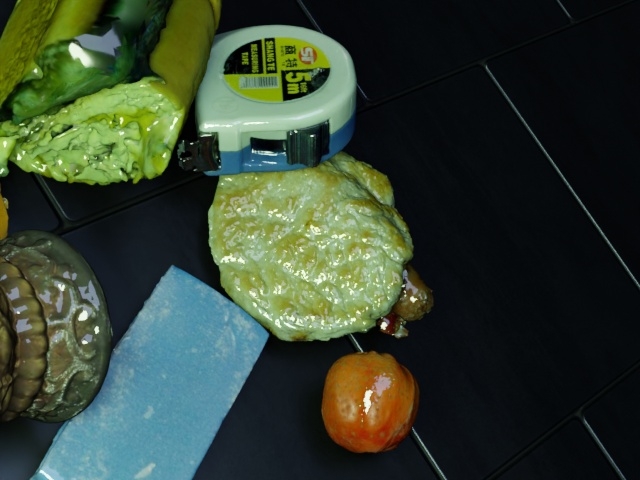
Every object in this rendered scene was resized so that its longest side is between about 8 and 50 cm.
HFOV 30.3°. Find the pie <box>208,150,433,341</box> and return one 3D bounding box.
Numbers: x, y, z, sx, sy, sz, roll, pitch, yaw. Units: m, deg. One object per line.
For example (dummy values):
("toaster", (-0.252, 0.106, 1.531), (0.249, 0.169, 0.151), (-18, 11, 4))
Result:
("pie", (-0.009, -0.002, 1.419), (0.257, 0.105, 0.274), (-8, 65, -22))

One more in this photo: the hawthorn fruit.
("hawthorn fruit", (0.058, 0.185, 1.345), (0.128, 0.128, 0.128), (15, 57, -24))

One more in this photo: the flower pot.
("flower pot", (-0.347, 0.095, 1.056), (0.267, 0.267, 0.266), (-7, 66, -54))

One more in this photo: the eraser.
("eraser", (-0.170, 0.169, 1.245), (0.144, 0.042, 0.311), (36, 46, -8))

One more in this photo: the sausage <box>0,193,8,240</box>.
("sausage", (-0.462, 0.001, 1.144), (0.328, 0.112, 0.112), (-19, 74, -35))

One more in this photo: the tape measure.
("tape measure", (-0.071, -0.219, 1.472), (0.215, 0.097, 0.351), (-3, 46, -4))

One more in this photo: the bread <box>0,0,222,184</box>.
("bread", (-0.234, -0.237, 1.332), (0.208, 0.251, 0.376), (37, 48, -37))
